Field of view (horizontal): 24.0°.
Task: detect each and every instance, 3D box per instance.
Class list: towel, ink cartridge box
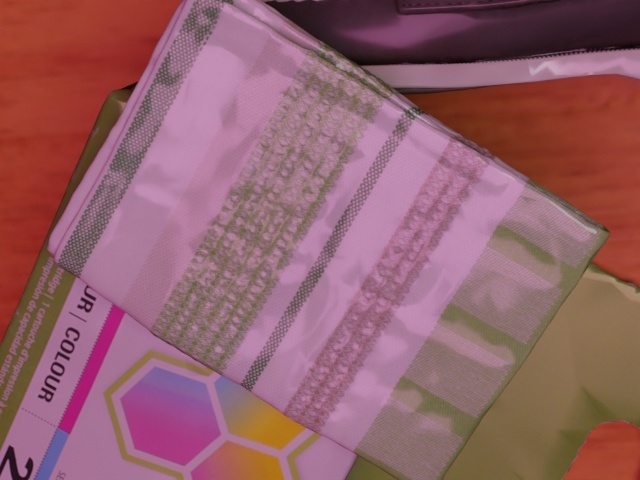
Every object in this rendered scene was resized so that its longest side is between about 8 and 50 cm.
[{"bbox_3d":[0.000,0.000,0.484,0.152,0.023,0.113,32,110,1],"label":"towel"},{"bbox_3d":[0.015,0.072,0.559,0.255,0.097,0.188,28,109,5],"label":"ink cartridge box"}]

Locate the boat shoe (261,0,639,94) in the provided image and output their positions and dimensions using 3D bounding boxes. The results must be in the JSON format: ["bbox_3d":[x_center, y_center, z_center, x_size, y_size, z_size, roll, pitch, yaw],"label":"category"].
[{"bbox_3d":[0.068,-0.087,0.515,0.228,0.081,0.068,-2,102,6],"label":"boat shoe"}]
